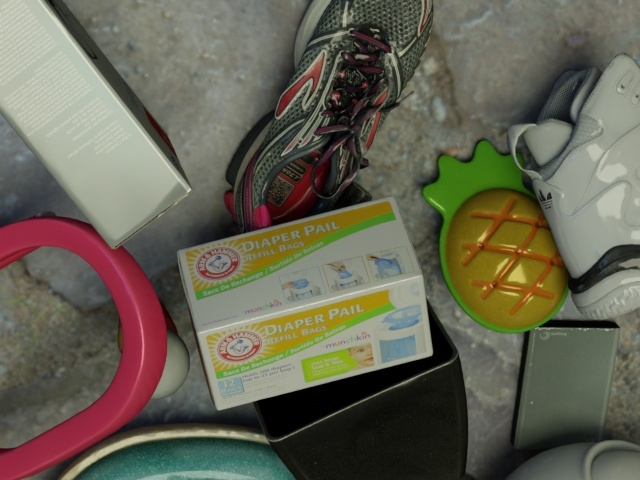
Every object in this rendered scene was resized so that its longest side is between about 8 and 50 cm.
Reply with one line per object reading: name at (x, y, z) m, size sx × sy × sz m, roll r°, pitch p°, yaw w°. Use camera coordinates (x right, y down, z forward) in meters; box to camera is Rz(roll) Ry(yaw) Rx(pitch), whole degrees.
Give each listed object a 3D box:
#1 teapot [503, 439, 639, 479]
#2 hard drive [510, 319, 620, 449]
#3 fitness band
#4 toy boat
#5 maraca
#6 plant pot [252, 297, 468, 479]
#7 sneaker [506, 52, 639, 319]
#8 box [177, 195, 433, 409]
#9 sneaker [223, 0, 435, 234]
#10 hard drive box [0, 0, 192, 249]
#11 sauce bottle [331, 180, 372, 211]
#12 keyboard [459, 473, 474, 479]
teapot at (0.293, 0.283, 1.808) m, size 0.252 × 0.256 × 0.187 m, roll 21°, pitch 123°, yaw -24°
hard drive at (0.246, 0.145, 1.877) m, size 0.094 × 0.022 × 0.135 m, roll 2°, pitch 109°, yaw -12°
fitness band at (-0.265, 0.098, 1.666) m, size 0.291 × 0.054 × 0.209 m, roll -30°, pitch 83°, yaw 27°
toy boat at (-0.147, 0.213, 1.755) m, size 0.267 × 0.148 × 0.318 m, roll -9°, pitch 111°, yaw -8°
maraca at (0.169, -0.002, 1.773) m, size 0.127 × 0.099 × 0.185 m, roll -21°, pitch 87°, yaw -15°
plant pot at (0.042, 0.154, 1.764) m, size 0.188 × 0.187 × 0.167 m, roll -25°, pitch 125°, yaw -2°
sneaker at (0.346, -0.101, 1.741) m, size 0.366 × 0.137 × 0.210 m, roll -34°, pitch 97°, yaw -16°
box at (-0.014, 0.055, 1.642) m, size 0.203 × 0.103 × 0.114 m, roll -15°, pitch 137°, yaw -3°
sneaker at (0.020, -0.120, 1.690) m, size 0.121 × 0.112 × 0.299 m, roll 23°, pitch 103°, yaw -18°
hard drive box at (-0.223, -0.128, 1.602) m, size 0.089 × 0.181 × 0.232 m, roll -36°, pitch 113°, yaw 2°
sauce bottle at (0.000, 0.000, 1.767) m, size 0.042 × 0.042 × 0.128 m, roll 37°, pitch 97°, yaw -20°
keyboard at (0.182, 0.389, 1.948) m, size 0.317 × 0.033 × 0.201 m, roll 37°, pitch 99°, yaw -20°
